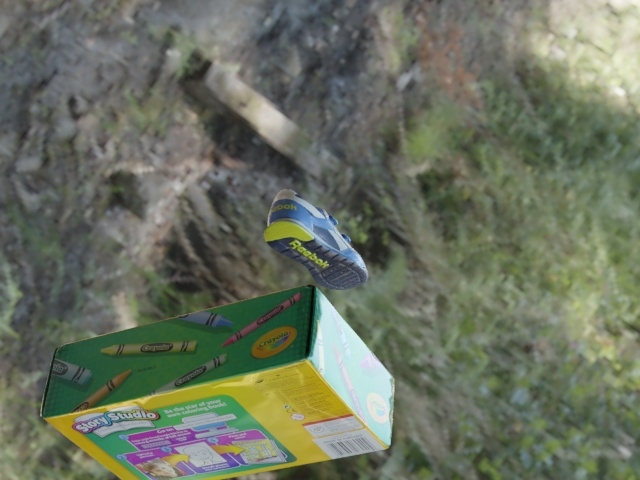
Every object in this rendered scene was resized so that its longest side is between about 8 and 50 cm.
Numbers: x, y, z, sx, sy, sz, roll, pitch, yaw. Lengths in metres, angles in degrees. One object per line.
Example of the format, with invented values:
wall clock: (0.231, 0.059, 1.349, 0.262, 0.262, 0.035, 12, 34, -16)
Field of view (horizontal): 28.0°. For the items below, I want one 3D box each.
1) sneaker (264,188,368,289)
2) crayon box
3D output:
sneaker: (0.000, 0.000, 1.267, 0.053, 0.144, 0.059, -24, -133, 24)
crayon box: (-0.092, 0.143, 1.173, 0.165, 0.278, 0.081, 51, 33, -44)
